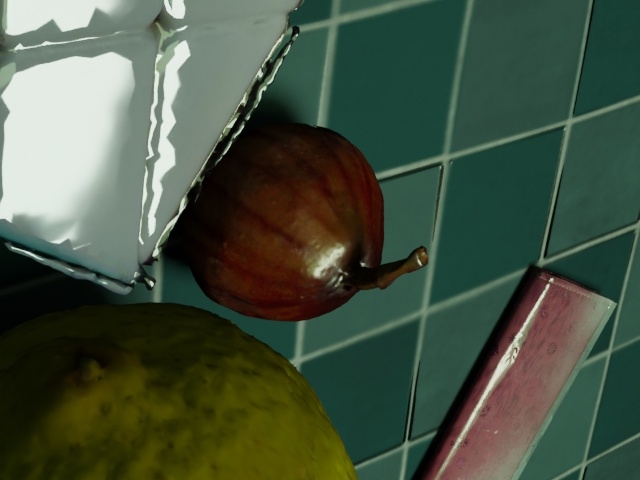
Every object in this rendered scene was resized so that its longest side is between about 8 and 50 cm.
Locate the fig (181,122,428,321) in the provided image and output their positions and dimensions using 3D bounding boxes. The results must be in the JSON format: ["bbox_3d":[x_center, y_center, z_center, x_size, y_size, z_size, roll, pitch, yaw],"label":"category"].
[{"bbox_3d":[-0.005,-0.008,0.926,0.128,0.150,0.128,9,90,-83],"label":"fig"}]

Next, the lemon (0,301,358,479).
[{"bbox_3d":[-0.104,0.171,0.828,0.293,0.293,0.293,-25,131,-33],"label":"lemon"}]

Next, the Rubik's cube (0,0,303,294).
[{"bbox_3d":[-0.150,-0.146,0.601,0.231,0.224,0.221,28,94,-51],"label":"Rubik's cube"}]

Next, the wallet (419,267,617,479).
[{"bbox_3d":[0.154,0.137,1.261,0.119,0.025,0.232,21,99,-51],"label":"wallet"}]
